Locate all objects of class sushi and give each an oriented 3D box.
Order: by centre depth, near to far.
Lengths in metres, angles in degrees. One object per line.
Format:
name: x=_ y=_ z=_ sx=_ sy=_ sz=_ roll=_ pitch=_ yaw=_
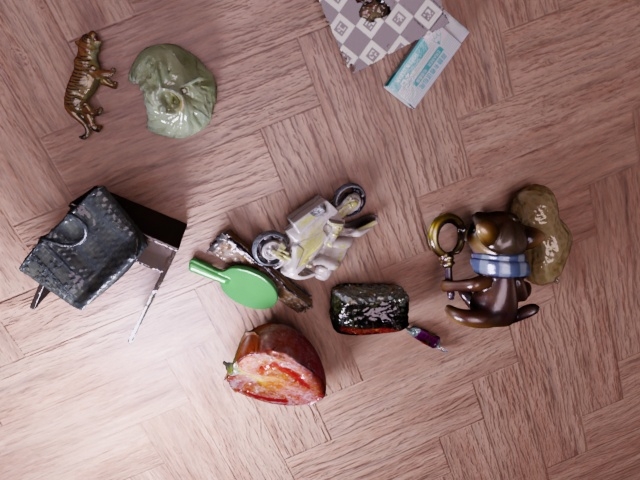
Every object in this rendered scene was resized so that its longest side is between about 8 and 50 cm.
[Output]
sushi: x=0.125 y=-0.586 z=1.124 sx=0.264 sy=0.050 sz=0.290 roll=-27 pitch=111 yaw=8
sushi: x=0.136 y=0.188 z=1.342 sx=0.225 sy=0.136 sz=0.126 roll=-4 pitch=106 yaw=-1

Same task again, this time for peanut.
peanut: x=0.630 y=-0.020 z=1.355 sx=0.159 sy=0.143 sz=0.291 roll=-28 pitch=108 yaw=-33

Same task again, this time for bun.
bun: x=-0.345 y=-0.338 z=1.092 sx=0.212 sy=0.126 sz=0.204 roll=41 pitch=96 yaw=-18

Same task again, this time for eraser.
eraser: x=0.263 y=-0.452 z=1.193 sx=0.095 sy=0.052 sz=0.225 roll=33 pitch=101 yaw=-15

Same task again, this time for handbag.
handbag: x=-0.496 y=0.024 z=1.011 sx=0.270 sy=0.088 sz=0.175 roll=-42 pitch=103 yaw=8

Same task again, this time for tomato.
tomato: x=-0.110 y=0.331 z=1.331 sx=0.309 sy=0.170 sz=0.309 roll=5 pitch=141 yaw=4

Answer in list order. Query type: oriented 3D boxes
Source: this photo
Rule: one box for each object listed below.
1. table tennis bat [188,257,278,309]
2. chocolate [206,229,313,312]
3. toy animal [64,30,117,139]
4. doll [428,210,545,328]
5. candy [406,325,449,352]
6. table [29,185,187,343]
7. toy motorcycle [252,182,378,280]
table tennis bat: x=-0.234 y=0.111 z=1.282 sx=0.257 sy=0.039 sz=0.160 roll=24 pitch=135 yaw=-6
chocolate: x=-0.155 y=0.087 z=1.294 sx=0.329 sy=0.065 sz=0.102 roll=41 pitch=133 yaw=-18
toy animal: x=-0.533 y=-0.353 z=1.097 sx=0.099 sy=0.057 sz=0.241 roll=23 pitch=105 yaw=-9
doll: x=0.462 y=0.081 z=1.322 sx=0.318 sy=0.209 sz=0.340 roll=-1 pitch=106 yaw=-7
candy: x=0.323 y=0.296 z=1.454 sx=0.175 sy=0.045 sz=0.043 roll=31 pitch=88 yaw=-18
table: x=-0.504 y=0.058 z=1.159 sx=0.250 sy=0.196 sz=0.282 roll=25 pitch=103 yaw=-17
toy motorcycle: x=0.000 y=0.000 z=1.265 sx=0.341 sy=0.108 sz=0.223 roll=-34 pitch=119 yaw=-7
